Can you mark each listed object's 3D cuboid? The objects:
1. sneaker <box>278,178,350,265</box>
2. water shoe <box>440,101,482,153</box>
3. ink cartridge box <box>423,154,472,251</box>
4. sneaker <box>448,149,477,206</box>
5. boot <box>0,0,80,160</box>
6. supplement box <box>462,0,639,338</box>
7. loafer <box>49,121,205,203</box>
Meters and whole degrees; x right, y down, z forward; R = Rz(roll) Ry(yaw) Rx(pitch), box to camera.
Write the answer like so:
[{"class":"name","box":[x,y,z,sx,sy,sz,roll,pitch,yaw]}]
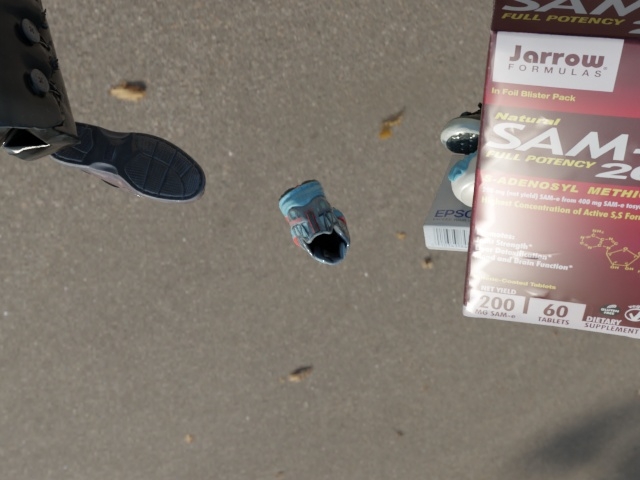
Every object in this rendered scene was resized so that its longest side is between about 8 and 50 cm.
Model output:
[{"class":"sneaker","box":[0.000,0.000,1.480,0.104,0.125,0.262,-27,155,7]},{"class":"water shoe","box":[0.218,-0.156,1.076,0.073,0.080,0.203,-16,171,42]},{"class":"ink cartridge box","box":[0.267,-0.066,1.076,0.223,0.224,0.045,4,129,22]},{"class":"sneaker","box":[0.217,-0.016,0.739,0.228,0.092,0.087,20,150,-18]},{"class":"boot","box":[-0.530,-0.357,1.238,0.146,0.445,0.367,-11,175,23]},{"class":"supplement box","box":[0.162,-0.044,0.518,0.130,0.073,0.239,6,137,11]},{"class":"loafer","box":[-0.338,-0.136,1.495,0.302,0.109,0.095,18,169,8]}]
